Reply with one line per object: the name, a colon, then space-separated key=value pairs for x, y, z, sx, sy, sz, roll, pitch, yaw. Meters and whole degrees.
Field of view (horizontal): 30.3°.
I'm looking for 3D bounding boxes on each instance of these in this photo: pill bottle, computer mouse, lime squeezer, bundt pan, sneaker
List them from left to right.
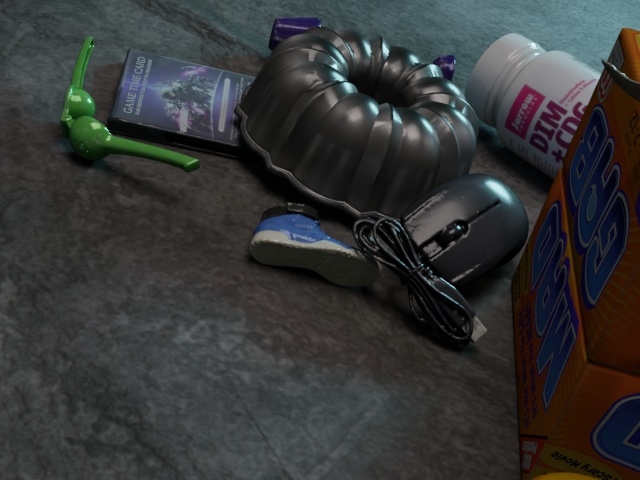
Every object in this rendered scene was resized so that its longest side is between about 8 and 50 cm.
lime squeezer: x=-0.270 y=-0.160 z=1.443 sx=0.110 sy=0.059 sz=0.310 roll=-35 pitch=50 yaw=-8
sneaker: x=0.000 y=-0.001 z=1.361 sx=0.152 sy=0.058 sz=0.084 roll=11 pitch=43 yaw=2
bundt pan: x=0.064 y=-0.167 z=1.536 sx=0.331 sy=0.124 sz=0.330 roll=18 pitch=34 yaw=-13
computer mouse: x=0.174 y=-0.007 z=1.386 sx=0.188 sy=0.072 sz=0.272 roll=48 pitch=41 yaw=6
pill bottle: x=0.350 y=-0.167 z=1.660 sx=0.283 sy=0.160 sz=0.160 roll=38 pitch=39 yaw=29

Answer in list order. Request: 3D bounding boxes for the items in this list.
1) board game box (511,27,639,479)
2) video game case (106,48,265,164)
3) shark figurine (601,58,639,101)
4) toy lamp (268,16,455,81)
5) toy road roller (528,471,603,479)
board game box: x=0.425 y=0.056 z=1.204 sx=0.357 sy=0.356 sz=0.356 roll=15 pitch=34 yaw=-3
video game case: x=-0.135 y=-0.174 z=1.577 sx=0.274 sy=0.026 sz=0.196 roll=11 pitch=35 yaw=-8
shark figurine: x=0.397 y=-0.106 z=1.048 sx=0.278 sy=0.166 sz=0.116 roll=-7 pitch=12 yaw=-4
toy lamp: x=0.060 y=-0.275 z=1.758 sx=0.275 sy=0.080 sz=0.080 roll=12 pitch=35 yaw=-7
toy road roller: x=0.144 y=0.284 z=0.911 sx=0.330 sy=0.202 sz=0.240 roll=18 pitch=22 yaw=-9
